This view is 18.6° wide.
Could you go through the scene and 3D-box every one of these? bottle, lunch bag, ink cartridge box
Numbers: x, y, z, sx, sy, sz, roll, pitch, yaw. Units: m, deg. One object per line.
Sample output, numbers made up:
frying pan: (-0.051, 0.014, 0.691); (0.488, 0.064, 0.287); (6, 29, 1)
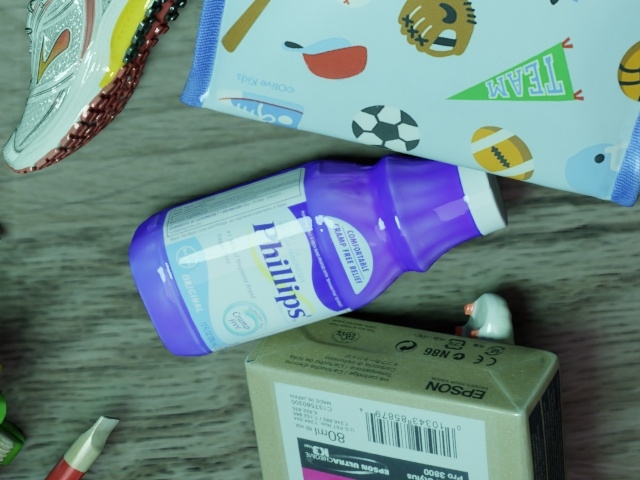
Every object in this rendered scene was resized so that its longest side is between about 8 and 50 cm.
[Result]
bottle: (0.000, 0.000, 1.493); (0.283, 0.092, 0.118); (-17, 114, 12)
lunch bag: (0.105, -0.261, 1.274); (0.328, 0.239, 0.385); (11, 125, -1)
ink cartridge box: (0.070, 0.167, 1.530); (0.235, 0.088, 0.193); (8, 124, 24)

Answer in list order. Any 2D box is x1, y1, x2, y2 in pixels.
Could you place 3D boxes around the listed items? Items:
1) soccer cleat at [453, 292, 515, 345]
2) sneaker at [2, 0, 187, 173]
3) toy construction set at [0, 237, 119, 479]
soccer cleat: (0.142, 0.123, 1.569); (0.076, 0.068, 0.196); (3, 125, -4)
sneaker: (-0.178, -0.145, 1.445); (0.093, 0.088, 0.225); (38, 115, 7)
toy construction set: (-0.286, 0.091, 1.509); (0.309, 0.257, 0.237); (32, 104, -35)
